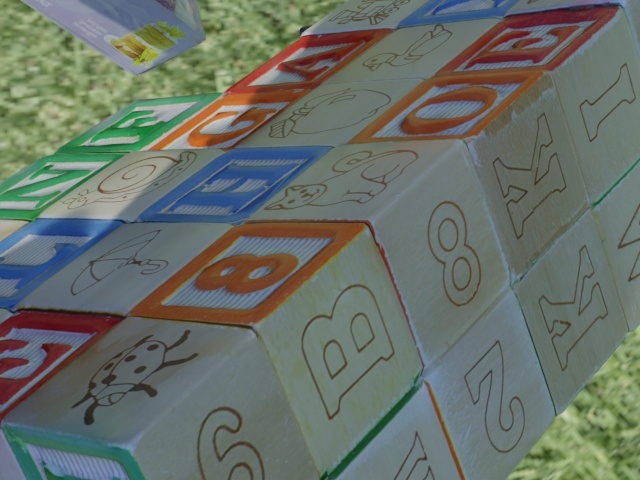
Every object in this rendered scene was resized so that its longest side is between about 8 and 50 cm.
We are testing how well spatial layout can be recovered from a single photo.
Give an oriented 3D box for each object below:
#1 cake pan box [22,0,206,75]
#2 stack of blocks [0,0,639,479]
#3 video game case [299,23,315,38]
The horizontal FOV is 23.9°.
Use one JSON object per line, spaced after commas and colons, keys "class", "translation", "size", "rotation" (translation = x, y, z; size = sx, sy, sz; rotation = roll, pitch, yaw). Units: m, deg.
{"class": "cake pan box", "translation": [-0.188, -0.267, 0.987], "size": [0.070, 0.246, 0.267], "rotation": [-24, 63, 17]}
{"class": "stack of blocks", "translation": [0.000, 0.000, 0.456], "size": [0.171, 0.297, 0.087], "rotation": [1, 121, 43]}
{"class": "video game case", "translation": [0.038, 0.053, 0.852], "size": [0.035, 0.248, 0.275], "rotation": [-11, 128, -4]}
